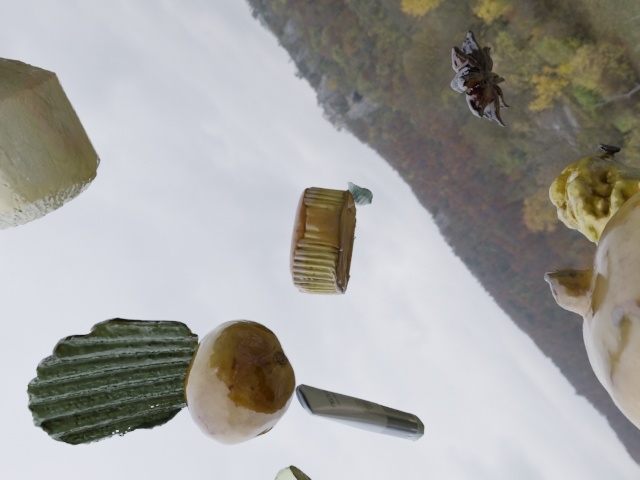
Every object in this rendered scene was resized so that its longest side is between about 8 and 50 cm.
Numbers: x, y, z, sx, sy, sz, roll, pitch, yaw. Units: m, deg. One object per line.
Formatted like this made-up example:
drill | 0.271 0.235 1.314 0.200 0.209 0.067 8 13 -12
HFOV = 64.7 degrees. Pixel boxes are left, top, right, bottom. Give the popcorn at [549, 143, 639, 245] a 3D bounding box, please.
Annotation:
popcorn | 0.713 -0.076 1.187 0.297 0.281 0.316 12 -167 6

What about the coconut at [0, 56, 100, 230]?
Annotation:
coconut | -0.482 -0.159 0.759 0.239 0.239 0.244 -102 -10 -60

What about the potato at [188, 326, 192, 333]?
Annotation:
potato | -0.461 0.350 1.602 0.109 0.178 0.118 17 -176 28

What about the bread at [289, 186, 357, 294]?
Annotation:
bread | 0.000 0.000 1.334 0.204 0.156 0.288 54 -138 -70

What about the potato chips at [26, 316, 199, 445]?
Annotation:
potato chips | -0.483 0.340 1.235 0.428 0.359 0.070 -6 -151 -19

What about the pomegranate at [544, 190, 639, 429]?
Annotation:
pomegranate | 0.437 0.083 0.573 0.342 0.342 0.342 40 -162 -16

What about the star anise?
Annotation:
star anise | 0.418 -0.423 1.370 0.271 0.102 0.272 14 -111 -42

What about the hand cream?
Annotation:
hand cream | 0.071 0.301 0.876 0.255 0.048 0.079 25 -176 -27

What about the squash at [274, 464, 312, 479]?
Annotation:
squash | -0.061 0.810 1.622 0.192 0.184 0.085 47 -140 18

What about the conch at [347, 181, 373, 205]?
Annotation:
conch | 0.107 -0.127 1.416 0.085 0.057 0.076 22 178 0

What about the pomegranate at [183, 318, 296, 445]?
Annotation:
pomegranate | -0.154 0.274 0.976 0.233 0.233 0.233 40 -162 -16
